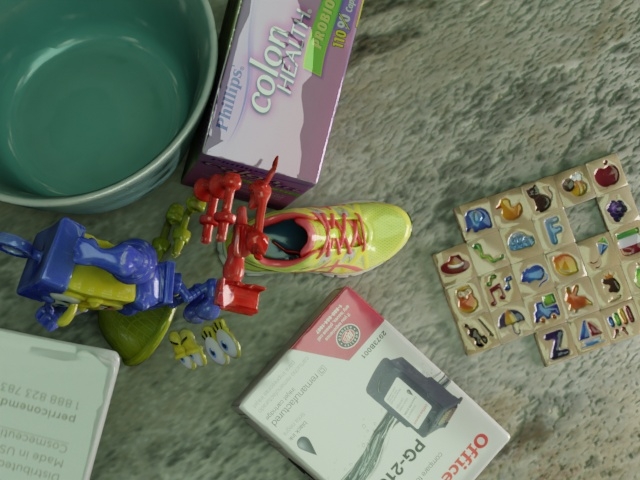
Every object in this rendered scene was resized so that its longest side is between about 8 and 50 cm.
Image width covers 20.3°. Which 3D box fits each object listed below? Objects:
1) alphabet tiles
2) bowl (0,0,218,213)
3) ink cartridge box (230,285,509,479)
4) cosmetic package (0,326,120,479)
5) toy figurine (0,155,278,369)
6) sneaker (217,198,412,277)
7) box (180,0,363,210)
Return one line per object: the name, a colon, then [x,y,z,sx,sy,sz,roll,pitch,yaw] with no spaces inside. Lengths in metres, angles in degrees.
alphabet tiles: [0.250,0.033,1.957,0.237,0.009,0.198,-19,88,-10]
bowl: [-0.242,-0.149,1.791,0.312,0.163,0.311,-3,68,7]
ink cartridge box: [0.052,0.189,1.865,0.237,0.100,0.172,42,81,-3]
cosmetic package: [-0.386,0.223,1.645,0.330,0.394,0.327,15,83,-7]
toy figurine: [-0.206,0.009,1.694,0.217,0.362,0.191,14,79,-20]
sneaker: [0.000,0.000,1.877,0.209,0.094,0.081,-10,85,-11]
box: [-0.051,-0.158,1.808,0.117,0.243,0.213,15,82,-7]
